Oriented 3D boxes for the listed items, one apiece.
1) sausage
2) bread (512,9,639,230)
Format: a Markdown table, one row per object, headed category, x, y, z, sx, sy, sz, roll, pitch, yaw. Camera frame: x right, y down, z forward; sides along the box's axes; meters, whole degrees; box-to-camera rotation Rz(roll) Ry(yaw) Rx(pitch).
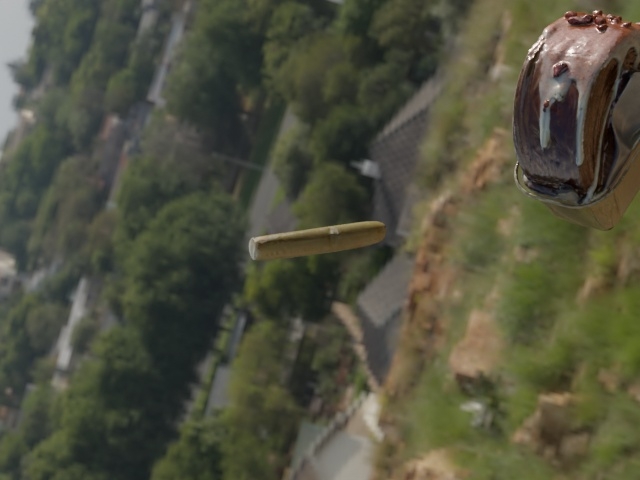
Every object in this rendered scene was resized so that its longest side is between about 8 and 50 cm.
| category | x | y | z | sx | sy | sz | roll | pitch | yaw |
| --- | --- | --- | --- | --- | --- | --- | --- | --- | --- |
| sausage | 0.000 | 0.000 | 1.296 | 0.024 | 0.132 | 0.024 | 29 | 123 | 59 |
| bread | 0.290 | -0.137 | 1.582 | 0.142 | 0.212 | 0.224 | 17 | 62 | 40 |
